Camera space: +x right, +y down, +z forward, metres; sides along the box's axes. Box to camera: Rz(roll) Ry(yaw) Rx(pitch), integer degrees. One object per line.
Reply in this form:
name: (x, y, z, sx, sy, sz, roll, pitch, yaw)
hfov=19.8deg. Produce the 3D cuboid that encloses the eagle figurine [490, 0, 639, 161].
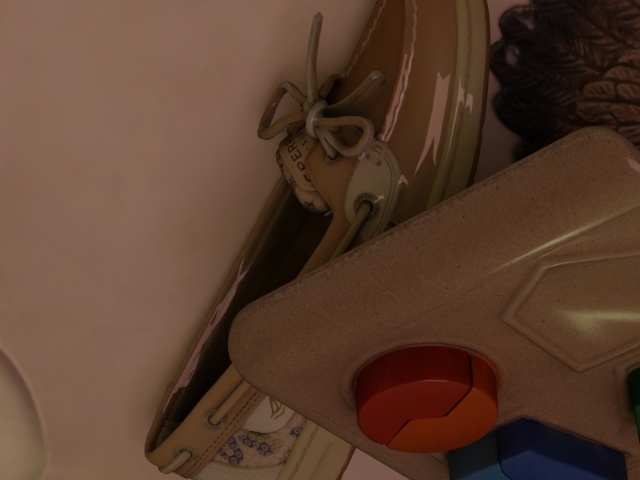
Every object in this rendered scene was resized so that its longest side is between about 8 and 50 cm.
eagle figurine: (0.250, -0.057, 0.840, 0.298, 0.225, 0.226, 1, 120, -20)

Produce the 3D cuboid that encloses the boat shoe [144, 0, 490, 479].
boat shoe: (0.000, 0.000, 0.861, 0.089, 0.104, 0.285, 14, 108, -16)

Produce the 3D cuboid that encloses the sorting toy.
sorting toy: (0.143, 0.045, 0.779, 0.307, 0.041, 0.229, -28, 131, 31)
